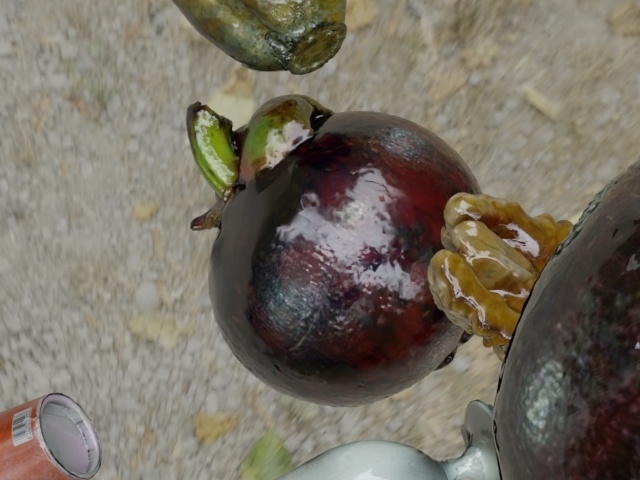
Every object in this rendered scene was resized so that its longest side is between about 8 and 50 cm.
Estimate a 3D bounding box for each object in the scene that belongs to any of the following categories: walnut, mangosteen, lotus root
[{"bbox_3d":[0.151,0.040,1.344,0.170,0.069,0.143,33,46,-14],"label":"walnut"},{"bbox_3d":[0.169,0.065,0.629,0.216,0.216,0.216,1,77,-6],"label":"mangosteen"},{"bbox_3d":[-0.080,-0.283,1.747,0.275,0.152,0.160,49,32,14],"label":"lotus root"},{"bbox_3d":[0.000,0.000,1.793,0.359,0.306,0.306,33,75,-10],"label":"mangosteen"}]

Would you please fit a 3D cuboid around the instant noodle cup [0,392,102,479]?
[{"bbox_3d":[-0.279,0.205,1.633,0.136,0.127,0.127,-29,80,23],"label":"instant noodle cup"}]

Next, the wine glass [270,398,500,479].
[{"bbox_3d":[0.043,0.203,1.393,0.222,0.103,0.103,-16,79,-16],"label":"wine glass"}]
